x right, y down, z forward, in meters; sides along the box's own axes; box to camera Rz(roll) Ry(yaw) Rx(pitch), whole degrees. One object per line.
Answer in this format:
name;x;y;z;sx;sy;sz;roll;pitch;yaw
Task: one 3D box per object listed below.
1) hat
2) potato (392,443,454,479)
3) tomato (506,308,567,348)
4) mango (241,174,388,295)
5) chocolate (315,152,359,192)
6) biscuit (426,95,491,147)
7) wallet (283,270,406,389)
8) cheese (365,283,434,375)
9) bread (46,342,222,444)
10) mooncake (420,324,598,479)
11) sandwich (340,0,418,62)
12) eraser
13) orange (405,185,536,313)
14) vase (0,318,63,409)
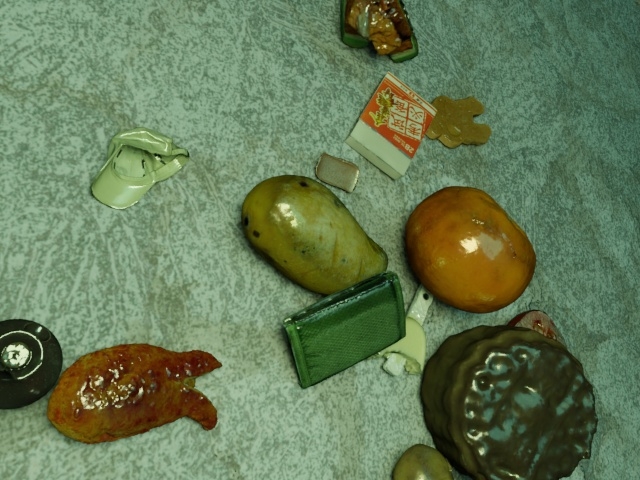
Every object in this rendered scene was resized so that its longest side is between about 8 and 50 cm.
hat;-0.317;-0.126;0.900;0.166;0.081;0.122;-55;145;-17
potato;0.198;0.474;0.981;0.137;0.137;0.176;7;50;-30
tomato;0.495;0.277;1.249;0.225;0.085;0.225;12;67;-29
mango;-0.007;0.005;0.993;0.176;0.175;0.329;-45;125;0
chocolate;0.032;-0.145;1.135;0.100;0.031;0.065;16;84;-23
biscuit;0.346;-0.310;1.379;0.236;0.040;0.144;-8;71;-27
wallet;0.050;0.164;0.975;0.236;0.055;0.160;-22;118;-18
cheese;0.187;0.183;1.111;0.127;0.050;0.235;38;57;-12
bread;-0.262;0.226;0.793;0.268;0.095;0.139;8;77;-35
mooncake;0.370;0.325;1.043;0.324;0.187;0.324;1;83;-10
sandwich;0.119;-0.513;1.233;0.250;0.162;0.301;62;24;-15
eraser;0.170;-0.272;1.243;0.157;0.038;0.230;35;63;-11
orange;0.313;0.021;1.119;0.284;0.226;0.284;35;27;-20
vase;-0.394;0.156;0.680;0.120;0.183;0.120;10;71;-29
